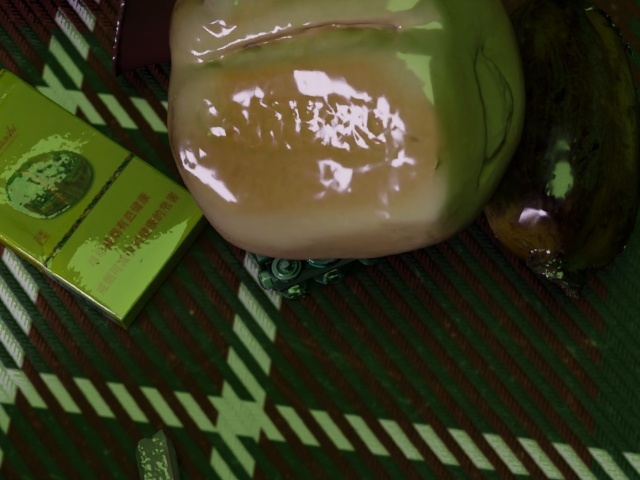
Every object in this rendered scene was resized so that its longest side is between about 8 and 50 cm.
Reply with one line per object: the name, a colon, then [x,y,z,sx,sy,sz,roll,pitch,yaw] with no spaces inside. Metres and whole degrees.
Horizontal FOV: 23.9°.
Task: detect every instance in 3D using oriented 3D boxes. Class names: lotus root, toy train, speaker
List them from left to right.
speaker: [-0.097,-0.311,1.939,0.329,0.198,0.259,4,43,-10]
toy train: [0.000,0.000,1.852,0.178,0.071,0.104,-22,61,-4]
lotus root: [0.292,-0.121,1.814,0.196,0.179,0.397,14,68,-20]

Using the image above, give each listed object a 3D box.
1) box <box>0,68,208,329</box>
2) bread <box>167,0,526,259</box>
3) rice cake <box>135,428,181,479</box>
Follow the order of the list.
box: [-0.322,-0.056,1.892,0.335,0.047,0.187,33,76,11]
bread: [0.039,-0.154,1.710,0.376,0.253,0.348,-6,97,27]
rice cake: [-0.170,0.353,1.745,0.049,0.055,0.270,-9,70,-12]
